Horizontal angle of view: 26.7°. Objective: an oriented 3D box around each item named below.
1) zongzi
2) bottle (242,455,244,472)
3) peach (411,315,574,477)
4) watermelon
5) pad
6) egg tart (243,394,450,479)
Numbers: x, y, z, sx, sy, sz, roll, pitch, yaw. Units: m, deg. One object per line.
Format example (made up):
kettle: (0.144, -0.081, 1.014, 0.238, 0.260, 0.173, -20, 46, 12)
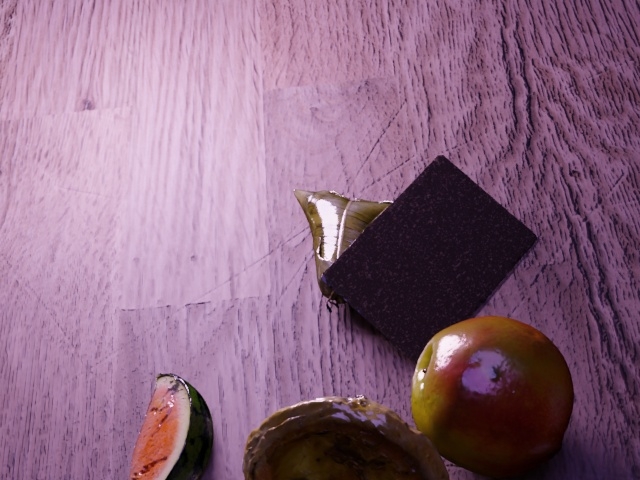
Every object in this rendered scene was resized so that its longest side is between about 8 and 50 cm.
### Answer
zongzi: (-0.001, 0.003, 2.211, 0.204, 0.094, 0.205, 19, 54, 21)
bottle: (-0.006, 0.333, 1.944, 0.217, 0.060, 0.060, 6, 50, 12)
peach: (0.244, 0.221, 1.908, 0.231, 0.231, 0.231, -4, 48, 4)
watermelon: (-0.225, 0.299, 2.012, 0.119, 0.063, 0.245, -12, 51, 23)
pad: (0.179, 0.027, 2.165, 0.220, 0.004, 0.330, 42, 62, 6)
egg tart: (0.038, 0.317, 1.832, 0.290, 0.290, 0.115, 8, 27, 15)
